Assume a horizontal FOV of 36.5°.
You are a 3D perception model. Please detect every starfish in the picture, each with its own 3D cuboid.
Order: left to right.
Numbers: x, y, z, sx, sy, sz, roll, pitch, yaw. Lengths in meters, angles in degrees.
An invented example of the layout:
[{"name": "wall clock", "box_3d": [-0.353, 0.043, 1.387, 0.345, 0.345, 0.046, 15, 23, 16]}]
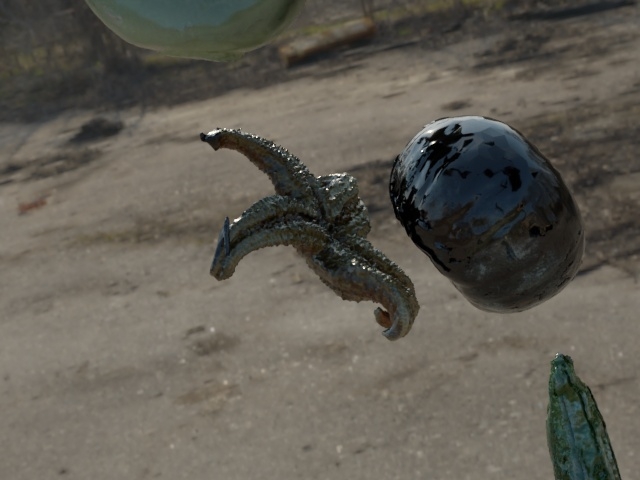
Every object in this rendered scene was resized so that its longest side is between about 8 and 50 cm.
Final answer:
[{"name": "starfish", "box_3d": [-0.002, 0.004, 1.092, 0.113, 0.312, 0.303, -48, -29, 23]}]

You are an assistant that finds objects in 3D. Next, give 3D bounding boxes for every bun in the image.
[{"name": "bun", "box_3d": [-0.134, -0.337, 1.053, 0.293, 0.293, 0.187, -14, 5, 1]}]

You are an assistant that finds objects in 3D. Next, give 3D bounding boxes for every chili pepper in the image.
[{"name": "chili pepper", "box_3d": [0.207, 0.198, 0.747, 0.059, 0.226, 0.088, -12, -3, 21]}]

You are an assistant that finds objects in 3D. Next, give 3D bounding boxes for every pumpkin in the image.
[{"name": "pumpkin", "box_3d": [0.178, -0.030, 1.046, 0.163, 0.233, 0.233, -39, 17, 4]}]
